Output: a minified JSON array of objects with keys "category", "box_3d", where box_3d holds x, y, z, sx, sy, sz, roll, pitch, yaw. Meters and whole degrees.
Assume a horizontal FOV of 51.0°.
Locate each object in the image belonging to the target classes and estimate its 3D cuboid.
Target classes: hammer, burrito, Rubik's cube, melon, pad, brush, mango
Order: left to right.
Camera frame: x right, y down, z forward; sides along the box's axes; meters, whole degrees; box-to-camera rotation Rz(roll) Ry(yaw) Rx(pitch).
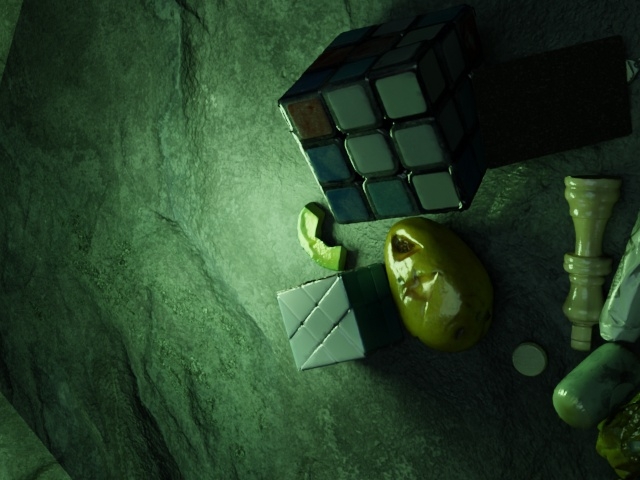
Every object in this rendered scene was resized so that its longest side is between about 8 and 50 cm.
[{"category":"melon","box_3d":[0.000,0.000,1.896,0.209,0.064,0.118,47,113,16]},{"category":"Rubik's cube","box_3d":[0.053,0.202,1.789,0.221,0.225,0.231,-18,86,33]},{"category":"Rubik's cube","box_3d":[0.176,-0.277,1.512,0.363,0.359,0.362,-5,127,37]},{"category":"mango","box_3d":[0.284,0.103,1.667,0.253,0.182,0.365,-43,63,33]},{"category":"pad","box_3d":[0.495,-0.292,1.431,0.330,0.004,0.220,-13,105,-1]},{"category":"hammer","box_3d":[0.572,0.344,1.463,0.113,0.202,0.305,51,164,24]},{"category":"burrito","box_3d":[0.702,0.008,1.403,0.101,0.139,0.445,32,109,57]},{"category":"brush","box_3d":[0.726,-0.397,1.389,0.266,0.027,0.062,-24,92,33]}]

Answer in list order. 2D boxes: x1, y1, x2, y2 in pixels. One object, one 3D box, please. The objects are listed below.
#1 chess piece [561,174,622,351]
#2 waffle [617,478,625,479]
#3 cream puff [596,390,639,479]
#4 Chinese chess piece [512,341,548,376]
[{"category":"chess piece","box_3d":[0.596,0.054,1.492,0.117,0.117,0.397,5,101,32]},{"category":"waffle","box_3d":[0.734,0.581,1.379,0.324,0.261,0.151,-6,69,33]},{"category":"cream puff","box_3d":[0.698,0.377,1.400,0.282,0.282,0.185,-33,43,32]},{"category":"Chinese chess piece","box_3d":[0.506,0.286,1.623,0.084,0.034,0.084,4,98,30]}]
